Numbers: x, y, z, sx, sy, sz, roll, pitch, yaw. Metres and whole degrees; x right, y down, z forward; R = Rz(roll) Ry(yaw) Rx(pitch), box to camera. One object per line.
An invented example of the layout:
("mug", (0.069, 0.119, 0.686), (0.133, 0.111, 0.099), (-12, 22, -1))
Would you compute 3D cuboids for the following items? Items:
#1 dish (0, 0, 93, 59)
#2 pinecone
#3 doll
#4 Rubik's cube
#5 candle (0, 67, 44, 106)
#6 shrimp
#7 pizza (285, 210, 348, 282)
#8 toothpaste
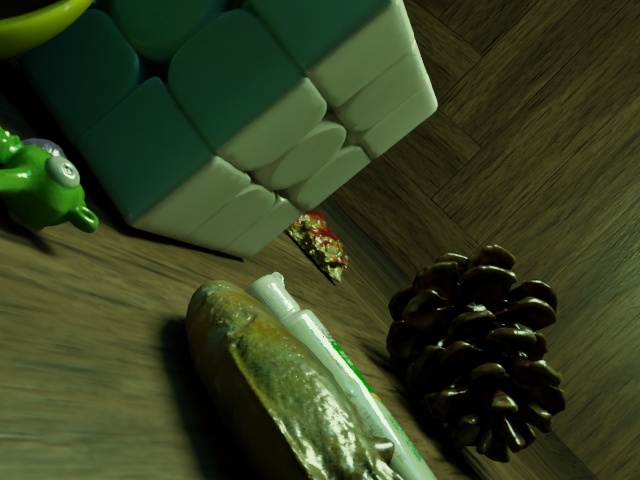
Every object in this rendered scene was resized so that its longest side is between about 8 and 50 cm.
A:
("dish", (-0.289, -0.223, 0.565), (0.262, 0.221, 0.108), (36, -35, 0))
("pinecone", (0.208, 0.140, 0.982), (0.244, 0.244, 0.309), (41, 17, -28))
("doll", (-0.210, -0.062, 0.442), (0.190, 0.050, 0.115), (39, 1, -28))
("Rubik's cube", (-0.093, -0.188, 0.757), (0.291, 0.290, 0.291), (54, 8, 14))
("candle", (-0.257, -0.133, 0.720), (0.026, 0.021, 0.167), (67, 11, 13))
("shrimp", (0.003, 0.124, 0.478), (0.168, 0.077, 0.317), (43, 3, -38))
("pizza", (0.000, 0.000, 1.304), (0.188, 0.062, 0.199), (35, 12, -45))
("toothpaste", (0.041, 0.158, 0.625), (0.314, 0.056, 0.058), (49, 45, 12))
